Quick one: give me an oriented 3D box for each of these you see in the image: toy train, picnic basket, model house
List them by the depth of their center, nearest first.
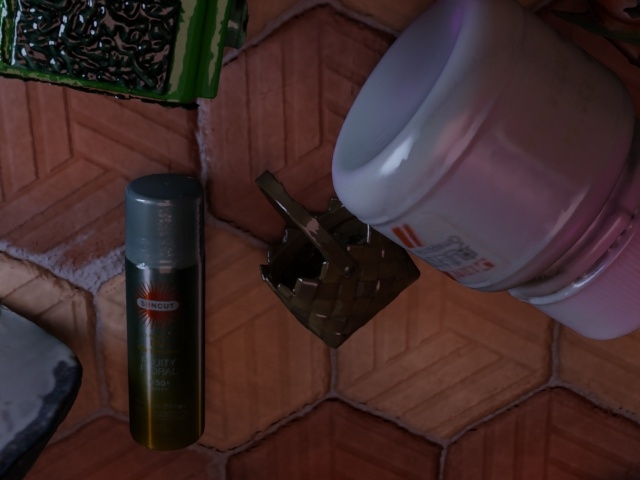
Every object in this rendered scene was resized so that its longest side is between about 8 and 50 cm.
[{"bbox_3d":[-0.183,-0.203,1.041,0.243,0.188,0.132,9,115,-8],"label":"toy train"},{"bbox_3d":[0.000,0.000,1.178,0.138,0.128,0.178,-41,113,-7],"label":"picnic basket"},{"bbox_3d":[-0.397,0.239,1.193,0.190,0.271,0.301,30,124,-1],"label":"model house"}]

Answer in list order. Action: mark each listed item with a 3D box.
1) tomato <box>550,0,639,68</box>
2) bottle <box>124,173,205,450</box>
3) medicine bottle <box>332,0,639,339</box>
[{"bbox_3d":[0.357,-0.233,1.040,0.256,0.256,0.224,36,78,-18],"label":"tomato"},{"bbox_3d":[-0.159,0.075,1.221,0.082,0.082,0.286,0,113,-5],"label":"bottle"},{"bbox_3d":[0.191,-0.063,1.104,0.302,0.241,0.241,32,107,-17],"label":"medicine bottle"}]
